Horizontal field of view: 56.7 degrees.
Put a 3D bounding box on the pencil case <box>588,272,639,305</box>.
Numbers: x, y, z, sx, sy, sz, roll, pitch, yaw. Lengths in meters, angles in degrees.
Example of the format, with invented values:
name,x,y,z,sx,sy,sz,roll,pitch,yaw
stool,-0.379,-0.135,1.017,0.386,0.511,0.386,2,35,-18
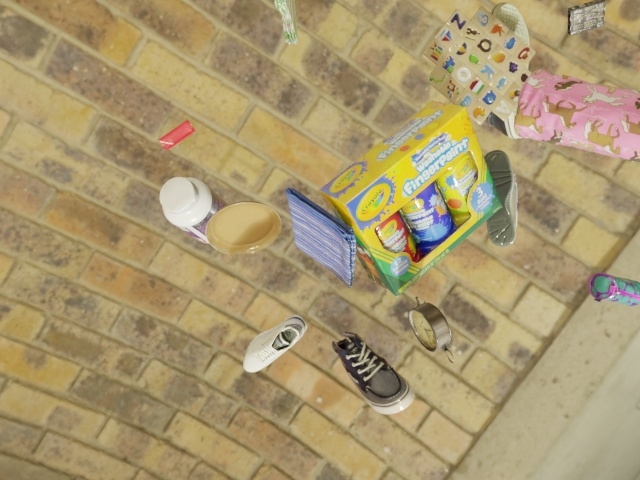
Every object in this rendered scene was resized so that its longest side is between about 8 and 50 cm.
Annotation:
name,x,y,z,sx,sy,sz,roll,pitch,yaw
pencil case,0.680,0.114,1.358,0.152,0.064,0.070,11,-164,-36

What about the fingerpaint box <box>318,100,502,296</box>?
name,x,y,z,sx,sy,sz,roll,pitch,yaw
fingerpaint box,0.276,-0.121,1.723,0.163,0.445,0.371,34,159,55

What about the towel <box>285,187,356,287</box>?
name,x,y,z,sx,sy,sz,roll,pitch,yaw
towel,0.000,0.000,1.721,0.243,0.040,0.336,36,159,20

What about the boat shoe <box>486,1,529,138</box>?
name,x,y,z,sx,sy,sz,roll,pitch,yaw
boat shoe,0.628,-0.578,2.064,0.156,0.187,0.500,29,154,44

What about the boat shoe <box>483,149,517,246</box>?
name,x,y,z,sx,sy,sz,roll,pitch,yaw
boat shoe,0.602,-0.141,1.985,0.118,0.320,0.103,-9,-177,28

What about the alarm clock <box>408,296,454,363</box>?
name,x,y,z,sx,sy,sz,roll,pitch,yaw
alarm clock,0.308,0.247,1.600,0.192,0.064,0.129,60,162,27

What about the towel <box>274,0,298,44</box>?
name,x,y,z,sx,sy,sz,roll,pitch,yaw
towel,-0.103,-0.710,1.654,0.038,0.247,0.325,-4,-179,4

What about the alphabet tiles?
name,x,y,z,sx,sy,sz,roll,pitch,yaw
alphabet tiles,0.500,-0.542,1.846,0.343,0.285,0.011,36,-178,-11

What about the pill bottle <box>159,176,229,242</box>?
name,x,y,z,sx,sy,sz,roll,pitch,yaw
pill bottle,-0.445,-0.113,2.126,0.182,0.181,0.323,37,175,19

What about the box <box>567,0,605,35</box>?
name,x,y,z,sx,sy,sz,roll,pitch,yaw
box,0.649,-0.546,1.449,0.018,0.083,0.067,-96,-12,-45

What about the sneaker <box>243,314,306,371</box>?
name,x,y,z,sx,sy,sz,roll,pitch,yaw
sneaker,-0.144,0.309,1.736,0.090,0.235,0.095,46,-167,-7

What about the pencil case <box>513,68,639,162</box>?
name,x,y,z,sx,sy,sz,roll,pitch,yaw
pencil case,0.602,-0.255,1.233,0.386,0.160,0.167,20,-167,32

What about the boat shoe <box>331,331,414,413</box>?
name,x,y,z,sx,sy,sz,roll,pitch,yaw
boat shoe,0.135,0.371,1.708,0.158,0.127,0.340,56,165,-16

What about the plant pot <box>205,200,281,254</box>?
name,x,y,z,sx,sy,sz,roll,pitch,yaw
plant pot,-0.240,-0.043,1.852,0.236,0.236,0.032,26,-144,-39

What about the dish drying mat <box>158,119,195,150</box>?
name,x,y,z,sx,sy,sz,roll,pitch,yaw
dish drying mat,-0.331,-0.243,1.369,0.032,0.083,0.008,54,173,-4
